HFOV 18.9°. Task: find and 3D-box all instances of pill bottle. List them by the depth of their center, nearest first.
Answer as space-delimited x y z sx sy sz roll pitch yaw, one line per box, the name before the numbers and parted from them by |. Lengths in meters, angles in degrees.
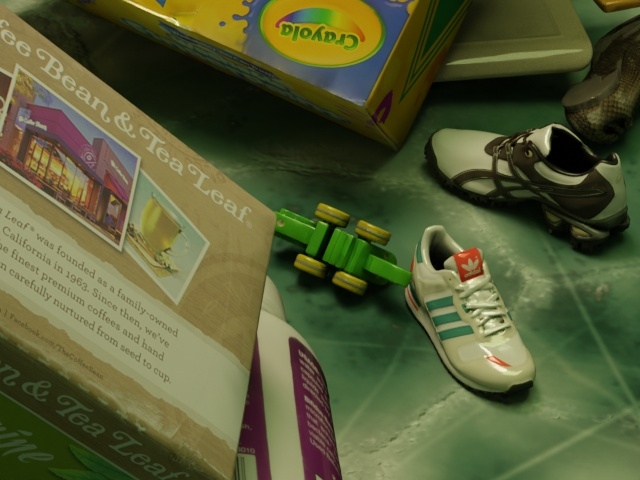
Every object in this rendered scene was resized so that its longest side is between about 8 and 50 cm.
pill bottle | -0.072 0.147 1.275 0.169 0.169 0.301 -1 37 -6

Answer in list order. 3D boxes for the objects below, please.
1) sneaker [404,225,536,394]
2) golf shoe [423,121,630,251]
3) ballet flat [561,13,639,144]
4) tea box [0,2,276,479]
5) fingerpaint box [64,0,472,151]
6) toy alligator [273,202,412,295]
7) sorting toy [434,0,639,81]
sneaker | 0.115 0.051 1.488 0.057 0.075 0.161 -14 40 -21
golf shoe | 0.179 -0.071 1.641 0.198 0.094 0.077 24 43 27
ballet flat | 0.290 -0.156 1.798 0.084 0.058 0.250 -19 18 34
tea box | -0.259 0.036 1.149 0.329 0.323 0.220 37 41 -29
fingerpaint box | -0.054 -0.343 1.729 0.445 0.163 0.371 25 86 17
toy alligator | 0.000 0.000 1.573 0.189 0.056 0.051 23 0 26
sorting toy | 0.156 -0.205 1.844 0.347 0.047 0.196 -5 37 -3
